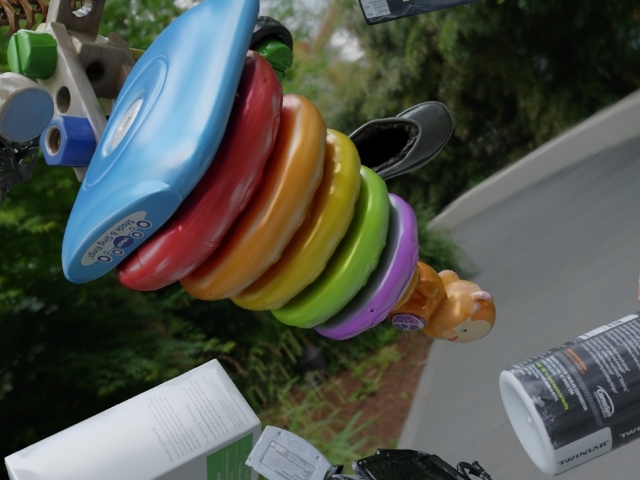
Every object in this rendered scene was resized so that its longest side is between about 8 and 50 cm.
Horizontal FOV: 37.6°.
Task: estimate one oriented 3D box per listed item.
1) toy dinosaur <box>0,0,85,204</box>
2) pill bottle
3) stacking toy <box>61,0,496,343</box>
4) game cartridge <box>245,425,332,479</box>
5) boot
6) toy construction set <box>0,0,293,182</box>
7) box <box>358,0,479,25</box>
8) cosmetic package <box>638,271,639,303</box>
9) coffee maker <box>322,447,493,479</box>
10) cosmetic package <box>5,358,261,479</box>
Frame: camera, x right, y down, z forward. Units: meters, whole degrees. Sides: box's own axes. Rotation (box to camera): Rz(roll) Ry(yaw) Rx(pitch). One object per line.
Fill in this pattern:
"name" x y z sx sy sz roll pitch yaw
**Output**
"toy dinosaur" -0.377 -0.151 0.934 0.321 0.164 0.218 -17 -40 9
"pill bottle" 0.338 0.159 1.059 0.245 0.131 0.130 -22 -1 -6
"stacking toy" 0.000 0.000 0.618 0.175 0.301 0.166 -34 35 43
"game cartridge" -0.032 0.236 1.000 0.056 0.083 0.017 -59 -15 -3
"boot" 0.086 -0.114 1.063 0.189 0.076 0.208 -37 -6 -6
"toy construction set" -0.199 -0.182 0.696 0.308 0.237 0.258 -30 -35 -31
"box" 0.178 -0.317 1.082 0.183 0.059 0.232 -32 21 -30
"cosmetic package" 0.645 0.012 1.445 0.296 0.129 0.153 -45 13 43
"coffee maker" 0.064 0.280 0.799 0.178 0.171 0.120 -64 35 13
"cosmetic package" -0.289 0.365 1.495 0.365 0.155 0.197 -25 -34 -24
